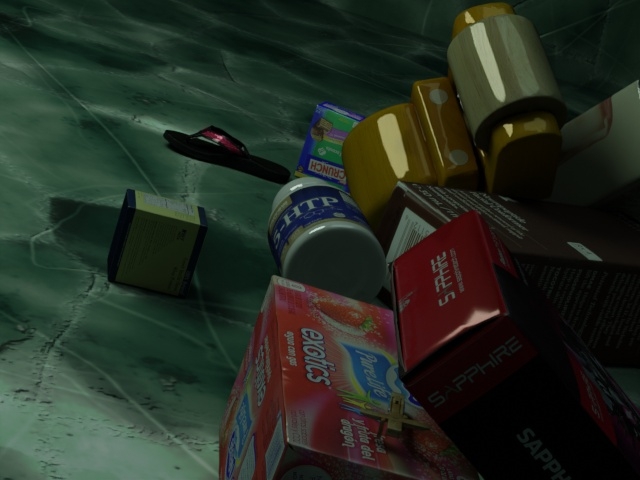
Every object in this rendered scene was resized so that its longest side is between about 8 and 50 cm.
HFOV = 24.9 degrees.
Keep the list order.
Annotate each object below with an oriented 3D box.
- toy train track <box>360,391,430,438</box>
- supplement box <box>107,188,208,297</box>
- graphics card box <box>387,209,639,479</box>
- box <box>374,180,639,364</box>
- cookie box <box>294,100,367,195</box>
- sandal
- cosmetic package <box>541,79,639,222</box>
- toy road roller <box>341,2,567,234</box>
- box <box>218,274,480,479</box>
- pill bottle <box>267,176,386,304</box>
[{"bbox_3d":[0.050,0.121,0.981,0.048,0.014,0.083,14,12,2],"label":"toy train track"},{"bbox_3d":[-0.166,0.003,1.471,0.083,0.083,0.056,14,19,-13],"label":"supplement box"},{"bbox_3d":[0.198,0.166,1.073,0.371,0.094,0.233,51,11,-14],"label":"graphics card box"},{"bbox_3d":[0.263,0.044,1.700,0.381,0.143,0.191,7,21,-37],"label":"box"},{"bbox_3d":[0.024,-0.123,1.984,0.092,0.107,0.040,23,20,15],"label":"cookie box"},{"bbox_3d":[-0.122,-0.125,1.949,0.179,0.040,0.067,17,19,-7],"label":"sandal"},{"bbox_3d":[0.373,-0.085,1.915,0.153,0.296,0.129,7,65,-37],"label":"cosmetic package"},{"bbox_3d":[0.157,-0.119,1.812,0.241,0.329,0.202,-10,60,-8],"label":"toy road roller"},{"bbox_3d":[0.010,0.163,1.085,0.142,0.154,0.300,17,17,-10],"label":"box"},{"bbox_3d":[0.000,0.000,1.599,0.112,0.112,0.186,14,19,-17],"label":"pill bottle"}]
